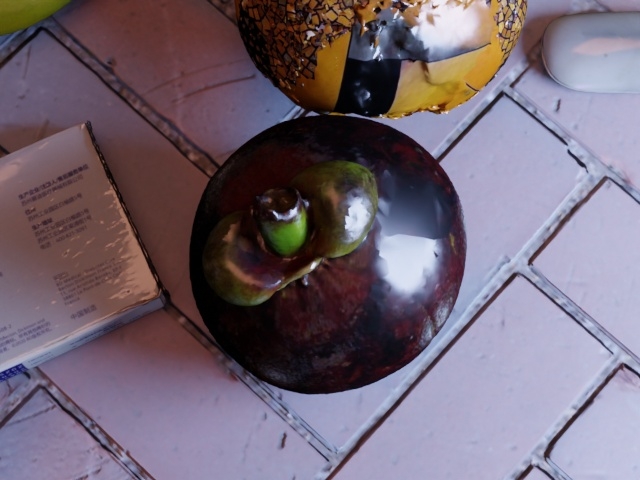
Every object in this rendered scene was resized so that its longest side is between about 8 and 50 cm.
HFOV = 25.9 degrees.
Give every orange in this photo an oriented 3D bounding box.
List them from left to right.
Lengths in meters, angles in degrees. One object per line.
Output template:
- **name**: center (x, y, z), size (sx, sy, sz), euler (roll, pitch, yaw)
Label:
- **orange**: center (0.048, -0.203, 1.106), size (0.234, 0.182, 0.234), euler (-2, 47, 2)

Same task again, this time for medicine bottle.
- **medicine bottle**: center (-0.244, 0.015, 1.117), size (0.201, 0.052, 0.171), euler (-26, 76, -6)

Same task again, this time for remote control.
- **remote control**: center (0.301, -0.164, 1.174), size (0.229, 0.044, 0.073), euler (0, 71, 0)

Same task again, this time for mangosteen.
- **mangosteen**: center (0.008, 0.001, 1.041), size (0.216, 0.216, 0.216), euler (0, 74, 0)

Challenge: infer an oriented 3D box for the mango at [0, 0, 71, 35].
- **mango**: center (-0.291, -0.233, 1.168), size (0.237, 0.091, 0.137), euler (-1, 83, 0)
